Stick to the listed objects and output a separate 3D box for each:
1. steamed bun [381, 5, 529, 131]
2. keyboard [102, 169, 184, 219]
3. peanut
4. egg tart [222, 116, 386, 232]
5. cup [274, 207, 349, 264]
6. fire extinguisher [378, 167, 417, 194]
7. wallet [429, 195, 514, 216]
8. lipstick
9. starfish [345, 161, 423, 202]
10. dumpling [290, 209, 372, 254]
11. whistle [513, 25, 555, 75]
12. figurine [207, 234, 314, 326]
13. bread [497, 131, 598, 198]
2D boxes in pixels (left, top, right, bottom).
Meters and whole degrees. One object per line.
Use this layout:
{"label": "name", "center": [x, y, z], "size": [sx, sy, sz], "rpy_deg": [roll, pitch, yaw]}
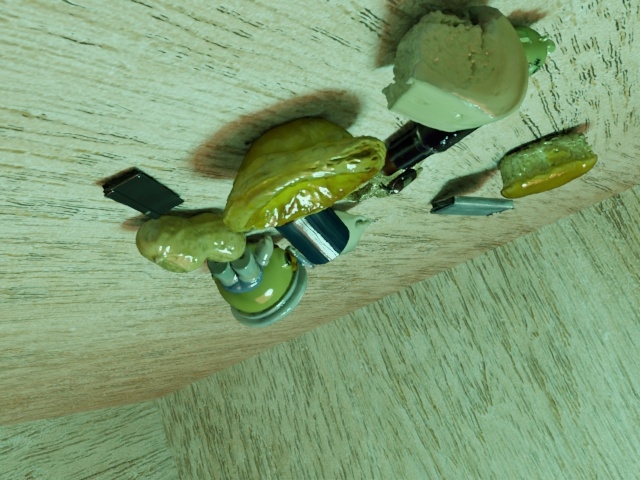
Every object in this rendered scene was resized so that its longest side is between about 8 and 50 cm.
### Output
{"label": "steamed bun", "center": [0.191, -0.260, 1.360], "size": [0.200, 0.170, 0.225], "rpy_deg": [16, 173, -15]}
{"label": "keyboard", "center": [-0.302, -0.079, 1.577], "size": [0.072, 0.023, 0.231], "rpy_deg": [-29, 167, 5]}
{"label": "peanut", "center": [-0.249, 0.001, 1.797], "size": [0.101, 0.117, 0.263], "rpy_deg": [-4, -176, 39]}
{"label": "egg tart", "center": [-0.039, -0.123, 1.579], "size": [0.319, 0.128, 0.319], "rpy_deg": [-21, 170, -4]}
{"label": "cup", "center": [-0.014, -0.044, 1.876], "size": [0.113, 0.150, 0.138], "rpy_deg": [-8, 137, 41]}
{"label": "fire extinguisher", "center": [0.168, -0.123, 1.854], "size": [0.049, 0.035, 0.173], "rpy_deg": [-16, -171, 25]}
{"label": "wallet", "center": [0.391, -0.091, 2.395], "size": [0.167, 0.036, 0.222], "rpy_deg": [4, 175, -9]}
{"label": "lipstick", "center": [0.210, -0.199, 1.755], "size": [0.081, 0.081, 0.300], "rpy_deg": [-10, 166, -40]}
{"label": "starfish", "center": [0.151, -0.143, 1.992], "size": [0.236, 0.062, 0.277], "rpy_deg": [-27, 163, 3]}
{"label": "dumpling", "center": [0.020, -0.021, 2.171], "size": [0.181, 0.111, 0.155], "rpy_deg": [4, -171, -35]}
{"label": "whistle", "center": [0.288, -0.283, 1.521], "size": [0.105, 0.085, 0.227], "rpy_deg": [5, 153, -43]}
{"label": "figurine", "center": [-0.177, 0.094, 2.101], "size": [0.225, 0.205, 0.382], "rpy_deg": [-17, 167, 20]}
{"label": "bread", "center": [0.564, -0.184, 2.292], "size": [0.246, 0.121, 0.174], "rpy_deg": [-21, 167, -7]}
